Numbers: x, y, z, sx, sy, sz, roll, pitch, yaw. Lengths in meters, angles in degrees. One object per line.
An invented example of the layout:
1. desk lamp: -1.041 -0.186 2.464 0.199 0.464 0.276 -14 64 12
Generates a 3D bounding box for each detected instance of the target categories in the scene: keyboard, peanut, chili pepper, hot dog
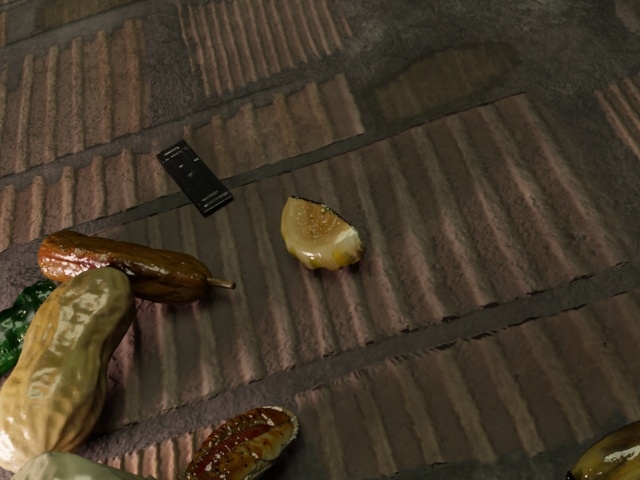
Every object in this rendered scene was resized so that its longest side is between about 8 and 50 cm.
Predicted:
1. keyboard: -0.222 -0.112 1.604 0.061 0.013 0.204 -33 46 -12
2. peanut: -0.353 0.174 1.285 0.149 0.149 0.313 3 56 22
3. chili pepper: -0.491 0.151 1.427 0.098 0.061 0.224 29 61 29
4. hot dog: -0.100 0.267 1.153 0.099 0.053 0.192 20 39 34

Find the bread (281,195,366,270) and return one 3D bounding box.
1. bread: 0.000 0.000 1.376 0.157 0.083 0.094 14 58 32

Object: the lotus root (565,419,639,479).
1. lotus root: 0.397 0.256 0.956 0.274 0.160 0.152 -14 22 6

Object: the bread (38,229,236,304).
1. bread: -0.287 0.049 1.423 0.343 0.084 0.124 10 13 21

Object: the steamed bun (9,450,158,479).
1. steamed bun: -0.299 0.390 1.040 0.272 0.273 0.290 -8 41 34
